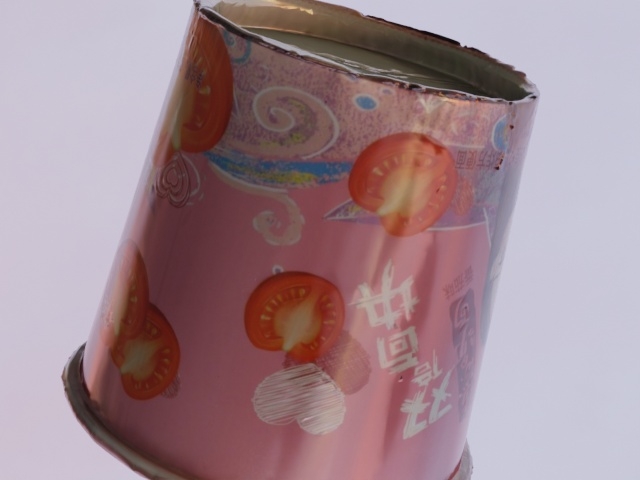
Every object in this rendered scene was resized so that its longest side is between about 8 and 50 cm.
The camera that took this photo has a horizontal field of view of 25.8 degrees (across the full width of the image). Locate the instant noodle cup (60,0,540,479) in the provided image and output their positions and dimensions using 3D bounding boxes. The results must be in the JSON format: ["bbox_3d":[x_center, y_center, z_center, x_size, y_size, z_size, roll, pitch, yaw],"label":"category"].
[{"bbox_3d":[0.000,0.000,0.768,0.243,0.231,0.243,14,-162,-5],"label":"instant noodle cup"}]
